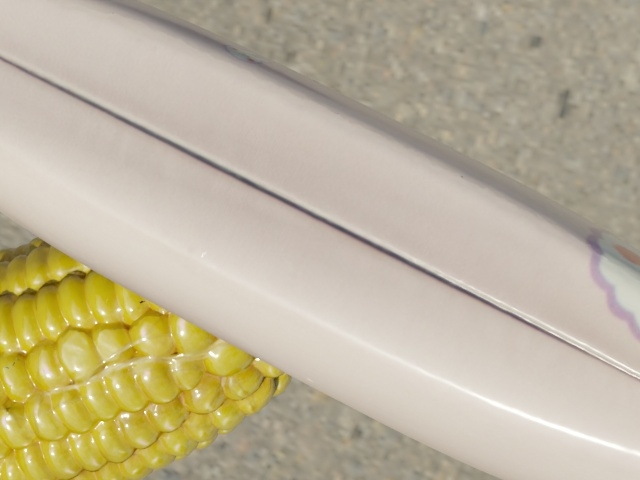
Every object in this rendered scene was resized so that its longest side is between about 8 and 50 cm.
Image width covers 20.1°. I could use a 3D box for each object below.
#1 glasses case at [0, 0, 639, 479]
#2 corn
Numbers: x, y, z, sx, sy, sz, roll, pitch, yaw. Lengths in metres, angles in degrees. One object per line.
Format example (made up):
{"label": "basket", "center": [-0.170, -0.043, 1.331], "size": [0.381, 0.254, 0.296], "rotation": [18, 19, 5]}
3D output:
{"label": "glasses case", "center": [0.000, 0.000, 0.506], "size": [0.075, 0.297, 0.113], "rotation": [-61, 170, -5]}
{"label": "corn", "center": [-0.146, 0.071, 0.633], "size": [0.305, 0.106, 0.106], "rotation": [-24, 129, 15]}
